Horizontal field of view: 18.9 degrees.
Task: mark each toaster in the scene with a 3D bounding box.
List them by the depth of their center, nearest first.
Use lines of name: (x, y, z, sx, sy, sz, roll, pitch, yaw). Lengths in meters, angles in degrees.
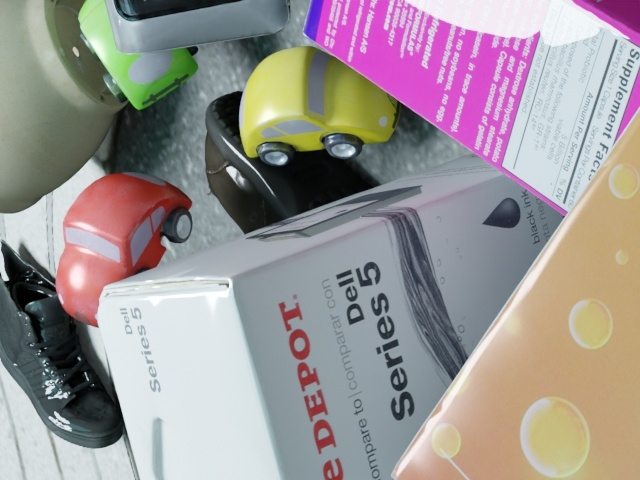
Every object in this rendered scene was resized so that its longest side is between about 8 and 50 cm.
toaster: (-0.080, -0.212, 1.092, 0.186, 0.110, 0.168, -95, -6, -67)

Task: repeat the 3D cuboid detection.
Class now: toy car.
toy car: (-0.095, -0.089, 1.166, 0.225, 0.239, 0.053, 57, -178, 35)

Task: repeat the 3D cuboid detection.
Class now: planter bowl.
planter bowl: (-0.196, -0.112, 1.301, 0.109, 0.162, 0.162, -23, 88, 23)

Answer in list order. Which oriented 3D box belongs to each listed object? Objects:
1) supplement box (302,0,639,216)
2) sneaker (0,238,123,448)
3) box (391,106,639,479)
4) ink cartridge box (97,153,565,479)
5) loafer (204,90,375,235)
supplement box: (0.112, -0.109, 0.969, 0.220, 0.111, 0.114, 38, 131, 31)
sneaker: (-0.207, 0.078, 1.457, 0.170, 0.051, 0.089, 40, 137, 35)
box: (0.225, 0.032, 0.787, 0.215, 0.168, 0.345, 45, 118, 27)
ink cartridge box: (0.043, 0.077, 1.000, 0.115, 0.273, 0.198, -6, 102, 49)
loafer: (0.000, 0.000, 1.178, 0.220, 0.080, 0.078, 54, 143, 32)
